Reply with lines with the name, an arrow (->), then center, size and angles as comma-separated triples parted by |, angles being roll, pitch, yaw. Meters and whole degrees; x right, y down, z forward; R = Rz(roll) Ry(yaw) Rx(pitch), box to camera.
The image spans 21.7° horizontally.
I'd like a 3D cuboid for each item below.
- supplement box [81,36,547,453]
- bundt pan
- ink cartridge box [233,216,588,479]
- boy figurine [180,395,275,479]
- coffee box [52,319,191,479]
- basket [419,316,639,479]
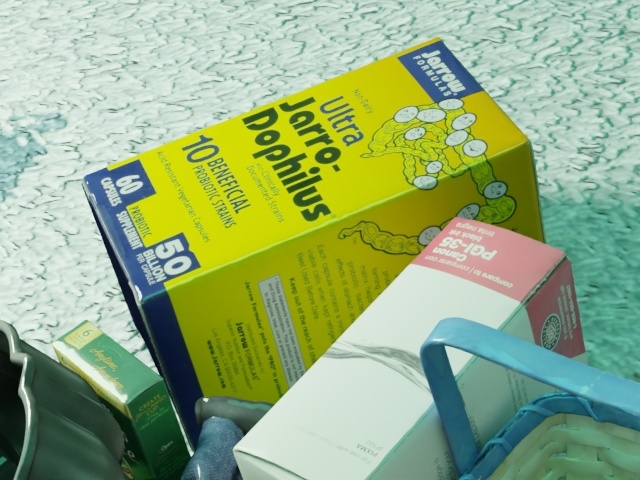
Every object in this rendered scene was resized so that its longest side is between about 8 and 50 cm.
supplement box -> 0.000, 0.000, 1.486 | 0.356, 0.195, 0.194 | -22, 41, -9
bundt pan -> -0.258, 0.231, 1.268 | 0.331, 0.124, 0.331 | -36, 41, 38
ink cartridge box -> 0.082, 0.152, 1.279 | 0.117, 0.207, 0.283 | 21, 52, 36
boy figurine -> -0.093, 0.251, 1.244 | 0.092, 0.177, 0.285 | 2, 48, 18
coffee box -> -0.151, 0.160, 1.358 | 0.040, 0.184, 0.113 | -35, 45, -23
basket -> 0.196, 0.186, 1.143 | 0.255, 0.289, 0.201 | 21, 57, 31
